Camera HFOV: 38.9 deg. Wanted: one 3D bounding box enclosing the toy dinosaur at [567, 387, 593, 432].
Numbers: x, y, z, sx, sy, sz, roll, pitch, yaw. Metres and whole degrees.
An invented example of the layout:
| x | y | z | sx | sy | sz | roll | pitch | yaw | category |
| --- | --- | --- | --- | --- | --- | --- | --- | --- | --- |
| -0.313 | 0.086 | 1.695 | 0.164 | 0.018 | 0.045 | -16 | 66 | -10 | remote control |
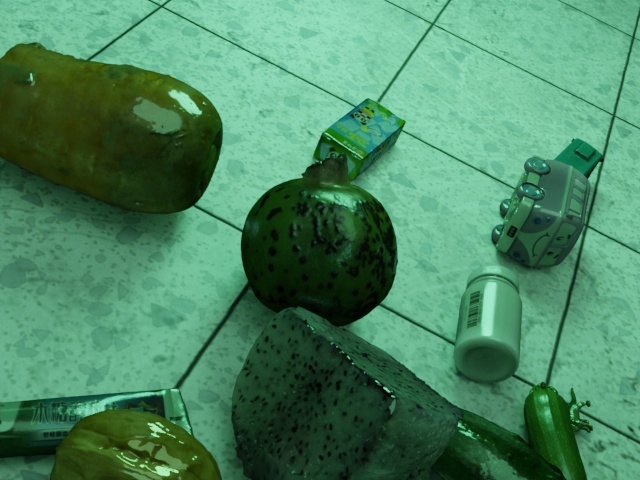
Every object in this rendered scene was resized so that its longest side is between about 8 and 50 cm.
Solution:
| x | y | z | sx | sy | sz | roll | pitch | yaw | category |
| --- | --- | --- | --- | --- | --- | --- | --- | --- | --- |
| 0.399 | 0.273 | 1.445 | 0.060 | 0.029 | 0.119 | 5 | 39 | 4 | toy dinosaur |

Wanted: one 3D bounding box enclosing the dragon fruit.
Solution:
| x | y | z | sx | sy | sz | roll | pitch | yaw | category |
| --- | --- | --- | --- | --- | --- | --- | --- | --- | --- |
| 0.031 | 0.243 | 1.180 | 0.221 | 0.204 | 0.283 | 26 | 7 | -43 | dragon fruit |

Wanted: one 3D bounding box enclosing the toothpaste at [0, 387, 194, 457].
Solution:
| x | y | z | sx | sy | sz | roll | pitch | yaw | category |
| --- | --- | --- | --- | --- | --- | --- | --- | --- | --- |
| -0.346 | 0.229 | 1.105 | 0.392 | 0.061 | 0.098 | 1 | 44 | -27 | toothpaste |

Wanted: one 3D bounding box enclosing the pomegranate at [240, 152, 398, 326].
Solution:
| x | y | z | sx | sy | sz | roll | pitch | yaw | category |
| --- | --- | --- | --- | --- | --- | --- | --- | --- | --- |
| 0.000 | 0.000 | 1.370 | 0.254 | 0.270 | 0.254 | 4 | 8 | -1 | pomegranate |

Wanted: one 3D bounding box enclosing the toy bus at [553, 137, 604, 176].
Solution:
| x | y | z | sx | sy | sz | roll | pitch | yaw | category |
| --- | --- | --- | --- | --- | --- | --- | --- | --- | --- |
| 0.522 | -0.147 | 1.892 | 0.079 | 0.092 | 0.160 | 39 | 43 | 14 | toy bus |

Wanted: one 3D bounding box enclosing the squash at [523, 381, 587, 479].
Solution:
| x | y | z | sx | sy | sz | roll | pitch | yaw | category |
| --- | --- | --- | --- | --- | --- | --- | --- | --- | --- |
| 0.347 | 0.303 | 1.351 | 0.077 | 0.068 | 0.219 | 30 | 36 | -25 | squash |

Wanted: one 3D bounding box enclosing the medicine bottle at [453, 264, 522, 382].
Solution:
| x | y | z | sx | sy | sz | roll | pitch | yaw | category |
| --- | --- | --- | --- | --- | --- | --- | --- | --- | --- |
| 0.275 | 0.132 | 1.472 | 0.103 | 0.102 | 0.186 | 21 | 41 | -3 | medicine bottle |

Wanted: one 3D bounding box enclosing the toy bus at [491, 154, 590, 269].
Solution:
| x | y | z | sx | sy | sz | roll | pitch | yaw | category |
| --- | --- | --- | --- | --- | --- | --- | --- | --- | --- |
| 0.418 | -0.052 | 1.705 | 0.142 | 0.142 | 0.202 | 26 | 40 | 3 | toy bus |

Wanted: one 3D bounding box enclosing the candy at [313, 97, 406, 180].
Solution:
| x | y | z | sx | sy | sz | roll | pitch | yaw | category |
| --- | --- | --- | --- | --- | --- | --- | --- | --- | --- |
| 0.078 | -0.200 | 1.759 | 0.097 | 0.062 | 0.194 | 35 | 42 | 11 | candy |

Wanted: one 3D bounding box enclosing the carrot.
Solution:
| x | y | z | sx | sy | sz | roll | pitch | yaw | category |
| --- | --- | --- | --- | --- | --- | --- | --- | --- | --- |
| -0.333 | -0.171 | 1.421 | 0.341 | 0.224 | 0.224 | 17 | 41 | 2 | carrot |

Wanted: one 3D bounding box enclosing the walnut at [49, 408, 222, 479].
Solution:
| x | y | z | sx | sy | sz | roll | pitch | yaw | category |
| --- | --- | --- | --- | --- | --- | --- | --- | --- | --- |
| -0.211 | 0.281 | 1.048 | 0.207 | 0.159 | 0.159 | 24 | 41 | -2 | walnut |

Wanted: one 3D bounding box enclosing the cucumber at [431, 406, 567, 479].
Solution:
| x | y | z | sx | sy | sz | roll | pitch | yaw | category |
| --- | --- | --- | --- | --- | --- | --- | --- | --- | --- |
| 0.246 | 0.326 | 1.236 | 0.325 | 0.105 | 0.145 | 38 | 75 | 21 | cucumber |
